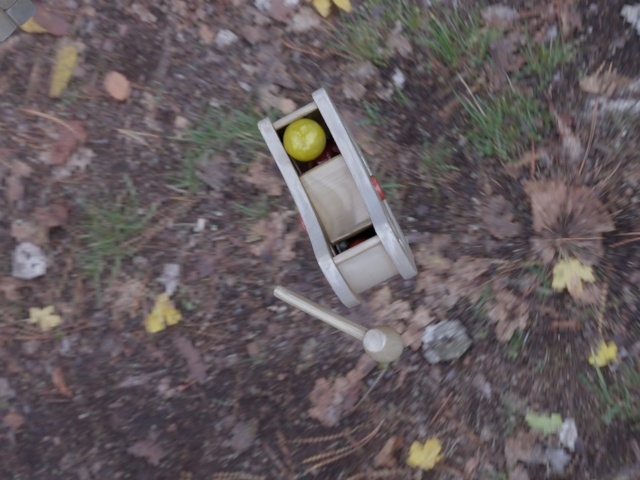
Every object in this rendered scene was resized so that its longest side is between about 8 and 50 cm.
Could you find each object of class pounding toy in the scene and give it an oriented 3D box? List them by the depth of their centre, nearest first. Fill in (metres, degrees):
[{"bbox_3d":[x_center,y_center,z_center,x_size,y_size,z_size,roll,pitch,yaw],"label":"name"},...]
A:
[{"bbox_3d":[0.000,0.000,1.403,0.155,0.154,0.269,-27,80,7],"label":"pounding toy"}]

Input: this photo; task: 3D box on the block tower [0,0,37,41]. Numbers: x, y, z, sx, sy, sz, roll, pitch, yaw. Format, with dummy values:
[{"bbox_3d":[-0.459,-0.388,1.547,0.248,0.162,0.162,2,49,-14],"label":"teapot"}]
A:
[{"bbox_3d":[-0.132,-0.267,0.888,0.335,0.091,0.097,-45,77,-3],"label":"block tower"}]
